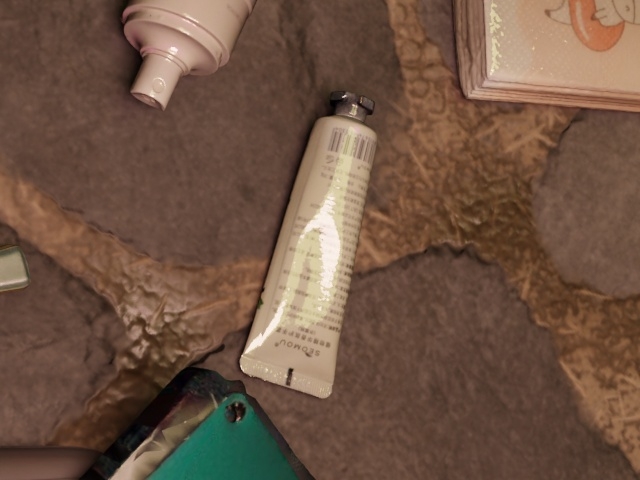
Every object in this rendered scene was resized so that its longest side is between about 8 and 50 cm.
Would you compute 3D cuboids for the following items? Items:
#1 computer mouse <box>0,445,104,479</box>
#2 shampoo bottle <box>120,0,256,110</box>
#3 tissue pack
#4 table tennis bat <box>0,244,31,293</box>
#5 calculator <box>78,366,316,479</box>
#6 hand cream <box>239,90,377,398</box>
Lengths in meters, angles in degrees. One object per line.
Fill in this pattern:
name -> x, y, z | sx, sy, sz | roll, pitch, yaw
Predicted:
computer mouse -> -0.234, 0.200, 1.182 | 0.232, 0.057, 0.120 | -1, 91, -30
shampoo bottle -> -0.075, -0.235, 1.321 | 0.092, 0.092, 0.303 | 29, 70, -18
tissue pack -> 0.265, -0.195, 1.484 | 0.325, 0.071, 0.170 | 3, 77, -24
table tennis bat -> -0.332, 0.049, 1.188 | 0.274, 0.021, 0.154 | -14, 87, -24
calculator -> -0.099, 0.255, 1.203 | 0.274, 0.058, 0.248 | -47, 120, -24
hand cream -> 0.000, 0.000, 1.342 | 0.080, 0.050, 0.234 | 19, 78, -22
